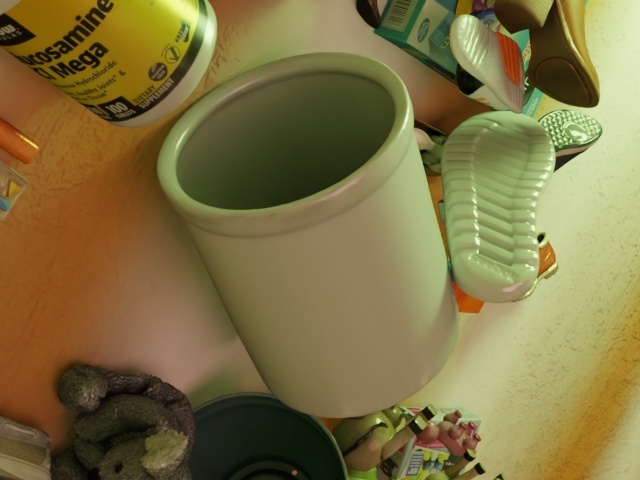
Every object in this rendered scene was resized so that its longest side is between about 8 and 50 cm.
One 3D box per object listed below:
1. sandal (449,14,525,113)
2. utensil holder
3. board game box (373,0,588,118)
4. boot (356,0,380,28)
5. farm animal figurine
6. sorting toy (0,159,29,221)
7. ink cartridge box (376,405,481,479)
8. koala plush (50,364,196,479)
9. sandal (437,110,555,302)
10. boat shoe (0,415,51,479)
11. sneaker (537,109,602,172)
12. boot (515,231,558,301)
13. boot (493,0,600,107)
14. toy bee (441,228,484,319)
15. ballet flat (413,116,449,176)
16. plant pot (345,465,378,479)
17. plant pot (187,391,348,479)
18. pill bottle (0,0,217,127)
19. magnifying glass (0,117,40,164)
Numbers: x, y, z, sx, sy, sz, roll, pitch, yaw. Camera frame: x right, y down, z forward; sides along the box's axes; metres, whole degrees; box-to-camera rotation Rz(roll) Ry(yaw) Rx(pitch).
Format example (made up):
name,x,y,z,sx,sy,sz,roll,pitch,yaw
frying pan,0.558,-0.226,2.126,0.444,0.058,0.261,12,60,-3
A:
name,x,y,z,sx,sy,sz,roll,pitch,yaw
sandal,0.226,-0.259,1.657,0.265,0.076,0.102,23,68,-56
utensil holder,0.000,0.000,1.526,0.327,0.327,0.386,-39,133,-22
board game box,0.262,-0.359,1.753,0.336,0.079,0.254,23,94,-45
boot,0.094,-0.374,1.631,0.114,0.037,0.106,-47,135,-21
farm animal figurine,0.110,0.310,1.788,0.172,0.330,0.326,-42,154,14
sorting toy,-0.391,-0.065,1.359,0.062,0.012,0.083,-54,135,-7
ink cartridge box,0.169,0.452,2.063,0.185,0.065,0.311,8,105,-43
koala plush,-0.233,0.289,1.490,0.203,0.221,0.196,4,107,-27
sandal,0.245,-0.050,1.682,0.416,0.169,0.102,-71,173,-47
boat shoe,-0.451,0.230,1.390,0.118,0.103,0.320,-25,138,27
sneaker,0.358,-0.123,1.908,0.226,0.086,0.163,-24,152,-27
boot,0.365,0.047,2.052,0.158,0.059,0.085,-38,127,-33
boot,0.367,-0.353,1.710,0.283,0.109,0.220,41,63,-34
toy bee,0.174,0.056,1.837,0.195,0.162,0.298,-55,161,-8
ballet flat,0.159,-0.143,1.765,0.232,0.073,0.080,19,96,-45
plant pot,0.064,0.356,1.918,0.083,0.083,0.079,12,90,-44
plant pot,-0.093,0.389,1.674,0.293,0.293,0.196,-49,160,-12
pill bottle,-0.282,-0.277,1.234,0.334,0.188,0.188,36,84,-44
magnifying glass,-0.410,-0.156,1.292,0.092,0.026,0.231,-56,135,-6
